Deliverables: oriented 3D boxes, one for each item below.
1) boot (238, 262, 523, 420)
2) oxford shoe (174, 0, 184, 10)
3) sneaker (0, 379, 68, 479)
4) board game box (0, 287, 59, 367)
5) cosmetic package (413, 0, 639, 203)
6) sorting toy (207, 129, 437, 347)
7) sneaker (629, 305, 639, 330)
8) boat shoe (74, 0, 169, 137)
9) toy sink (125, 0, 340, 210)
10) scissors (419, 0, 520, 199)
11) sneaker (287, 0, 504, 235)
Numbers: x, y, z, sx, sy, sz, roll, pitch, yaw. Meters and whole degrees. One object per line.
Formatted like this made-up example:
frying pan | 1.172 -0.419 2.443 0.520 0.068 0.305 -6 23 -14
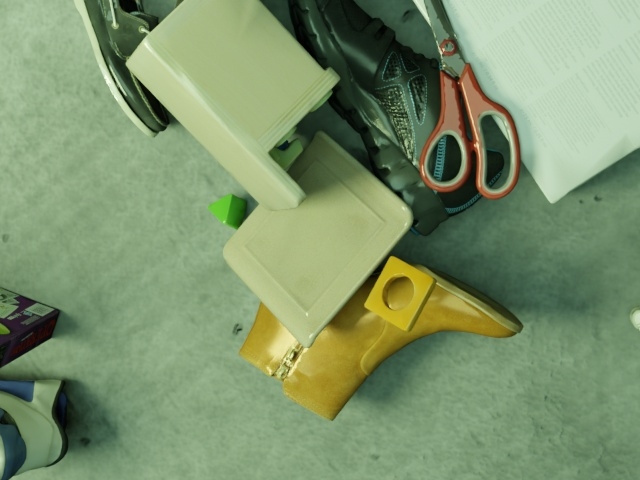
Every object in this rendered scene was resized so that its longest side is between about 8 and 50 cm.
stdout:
boot | 0.064 0.117 1.324 0.295 0.104 0.211 25 94 19
oxford shoe | -0.133 -0.258 1.340 0.076 0.076 0.212 29 86 4
sneaker | -0.424 0.223 1.430 0.316 0.182 0.127 19 100 38
board game box | -0.466 0.102 1.305 0.208 0.347 0.056 24 104 7
cosmetic package | 0.267 -0.274 1.243 0.284 0.097 0.377 -34 90 15
sorting toy | 0.000 0.000 1.292 0.196 0.047 0.348 -52 53 9
sneaker | 0.422 0.022 1.259 0.115 0.090 0.232 31 101 9
boat shoe | -0.224 -0.237 1.349 0.079 0.084 0.233 -20 90 13
toy sink | -0.076 -0.161 1.235 0.131 0.153 0.234 -46 101 -11
scissors | 0.152 -0.190 1.223 0.109 0.021 0.297 -4 93 9
sneaker | 0.078 -0.179 1.295 0.140 0.125 0.340 -31 97 -2
